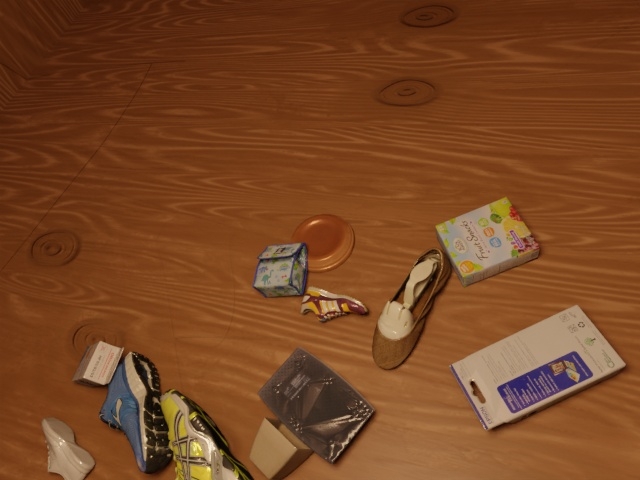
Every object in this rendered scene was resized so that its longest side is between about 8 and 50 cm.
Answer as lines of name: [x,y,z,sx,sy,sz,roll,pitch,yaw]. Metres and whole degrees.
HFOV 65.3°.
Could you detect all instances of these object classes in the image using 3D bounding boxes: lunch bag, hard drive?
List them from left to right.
lunch bag: [-0.109,0.075,1.410,0.129,0.096,0.151,-6,55,26]
hard drive: [-0.011,0.392,1.204,0.255,0.054,0.172,33,70,31]

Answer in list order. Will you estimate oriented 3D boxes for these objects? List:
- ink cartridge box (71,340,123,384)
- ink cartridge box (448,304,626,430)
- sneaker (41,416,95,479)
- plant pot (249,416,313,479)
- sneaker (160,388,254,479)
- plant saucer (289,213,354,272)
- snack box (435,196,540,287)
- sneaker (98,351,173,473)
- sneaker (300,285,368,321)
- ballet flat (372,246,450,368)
ink cartridge box: [-0.610,0.338,1.367,0.181,0.062,0.104,-25,43,49]
ink cartridge box: [0.475,0.288,1.119,0.333,0.065,0.165,-24,54,0]
sneaker: [-0.685,0.554,1.305,0.212,0.080,0.094,33,84,30]
plant pot: [-0.098,0.484,1.149,0.109,0.109,0.096,33,83,31]
sneaker: [-0.293,0.508,1.166,0.147,0.145,0.385,-40,54,-11]
plant saucer: [0.000,0.000,1.470,0.200,0.037,0.200,-8,56,13]
snack box: [0.433,0.003,1.312,0.207,0.070,0.174,-23,55,4]
sneaker: [-0.476,0.453,1.287,0.147,0.130,0.330,-39,48,3]
sneaker: [0.036,0.184,1.327,0.186,0.069,0.083,12,71,30]
ballet flat: [0.223,0.153,1.247,0.116,0.124,0.342,26,69,30]
